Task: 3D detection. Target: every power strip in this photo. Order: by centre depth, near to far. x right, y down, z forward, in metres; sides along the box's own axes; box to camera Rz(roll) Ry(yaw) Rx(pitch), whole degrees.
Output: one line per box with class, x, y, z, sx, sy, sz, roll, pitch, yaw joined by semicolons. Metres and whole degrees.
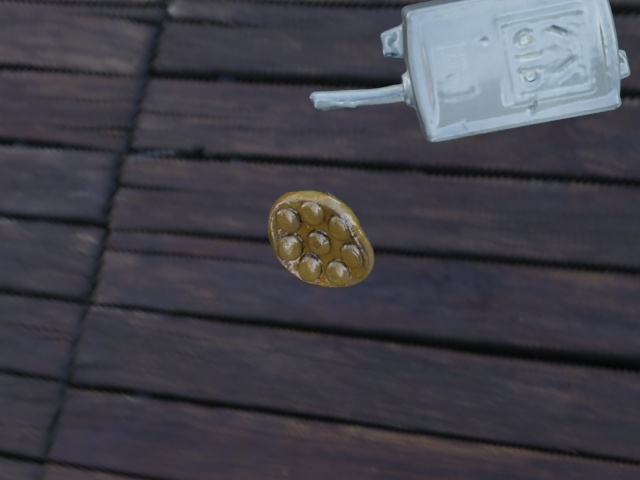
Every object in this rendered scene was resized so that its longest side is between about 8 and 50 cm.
power strip;0.080;-0.094;0.966;0.175;0.042;0.075;-12;102;0

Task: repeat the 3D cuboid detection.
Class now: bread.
bread;0.000;0.000;1.664;0.110;0.110;0.024;3;40;28
